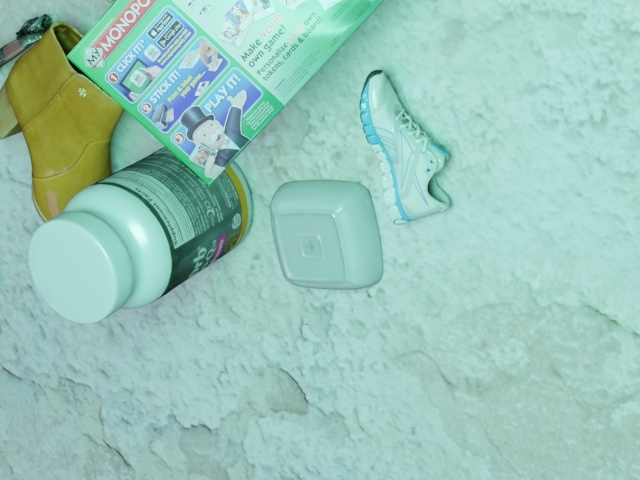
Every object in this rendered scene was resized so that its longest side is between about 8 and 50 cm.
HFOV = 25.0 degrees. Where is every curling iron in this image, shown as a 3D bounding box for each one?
[{"bbox_3d":[-0.442,-0.236,1.951,0.274,0.068,0.035,-26,98,42],"label":"curling iron"}]

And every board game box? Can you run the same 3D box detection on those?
[{"bbox_3d":[-0.092,-0.241,1.553,0.213,0.046,0.317,43,109,-5],"label":"board game box"}]

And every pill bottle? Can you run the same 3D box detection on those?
[{"bbox_3d":[-0.219,-0.011,1.772,0.162,0.278,0.162,14,118,27],"label":"pill bottle"}]

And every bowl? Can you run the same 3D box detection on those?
[{"bbox_3d":[0.000,0.000,1.785,0.142,0.053,0.142,2,113,32],"label":"bowl"}]

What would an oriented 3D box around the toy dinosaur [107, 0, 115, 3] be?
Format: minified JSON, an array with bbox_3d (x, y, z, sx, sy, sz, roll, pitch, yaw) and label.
[{"bbox_3d":[-0.108,-0.325,1.611,0.296,0.127,0.200,31,118,11],"label":"toy dinosaur"}]

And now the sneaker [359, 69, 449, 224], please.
[{"bbox_3d":[0.104,-0.112,1.669,0.083,0.071,0.190,-7,115,27],"label":"sneaker"}]

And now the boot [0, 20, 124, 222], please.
[{"bbox_3d":[-0.300,-0.120,1.866,0.295,0.104,0.211,53,134,-2],"label":"boot"}]
